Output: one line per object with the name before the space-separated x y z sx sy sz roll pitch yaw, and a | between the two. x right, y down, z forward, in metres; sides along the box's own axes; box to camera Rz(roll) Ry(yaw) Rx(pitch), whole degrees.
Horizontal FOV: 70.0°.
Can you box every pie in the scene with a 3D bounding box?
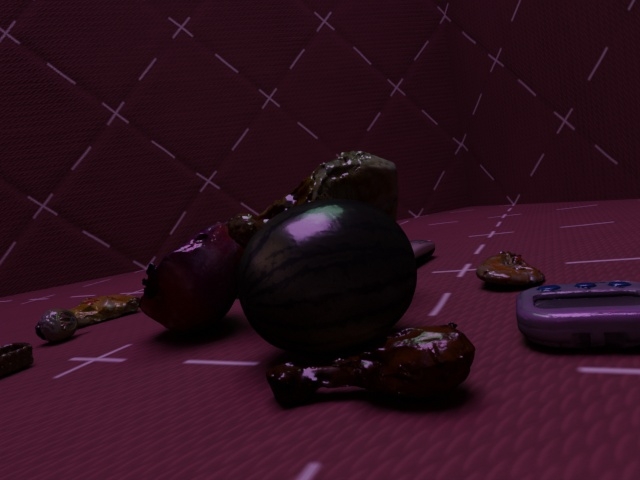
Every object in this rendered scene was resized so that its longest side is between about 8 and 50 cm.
pie | 0.022 -0.004 1.116 0.418 0.395 0.180 -30 52 -10

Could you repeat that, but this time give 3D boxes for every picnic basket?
picnic basket | -0.759 0.288 1.028 0.110 0.055 0.193 -5 7 32

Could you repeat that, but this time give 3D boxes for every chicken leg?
chicken leg | 0.062 0.183 0.635 0.304 0.093 0.113 -16 -15 20

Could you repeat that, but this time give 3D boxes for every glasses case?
glasses case | 0.298 0.048 1.571 0.122 0.075 0.314 -2 9 34

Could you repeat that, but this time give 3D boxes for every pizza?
pizza | -0.757 0.232 1.494 0.279 0.075 0.287 -8 5 21

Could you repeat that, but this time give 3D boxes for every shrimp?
shrimp | 0.488 0.070 1.163 0.153 0.062 0.294 7 15 26

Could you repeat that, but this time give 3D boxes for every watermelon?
watermelon | 0.025 0.062 0.845 0.359 0.279 0.279 -7 4 -28

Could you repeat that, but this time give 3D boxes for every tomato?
tomato | -0.278 0.103 1.134 0.289 0.176 0.335 -42 -6 -44

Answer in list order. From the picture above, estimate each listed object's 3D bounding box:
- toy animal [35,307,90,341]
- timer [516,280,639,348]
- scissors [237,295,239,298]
toy animal | -0.742 0.244 1.310 0.098 0.098 0.137 -7 -11 22
timer | 0.424 0.115 0.726 0.208 0.069 0.190 -6 7 24
scissors | -0.256 0.164 1.579 0.101 0.027 0.204 -4 9 18
